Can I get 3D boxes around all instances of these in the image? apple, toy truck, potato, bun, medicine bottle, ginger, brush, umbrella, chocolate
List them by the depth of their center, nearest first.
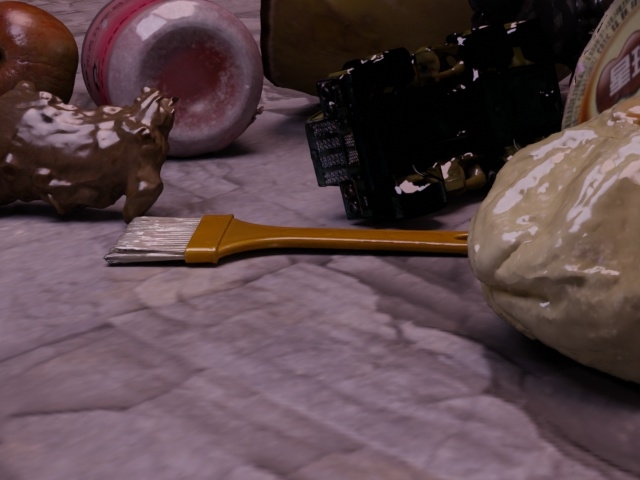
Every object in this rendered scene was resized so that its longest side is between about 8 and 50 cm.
[{"bbox_3d":[0.181,-0.010,0.765,0.220,0.134,0.220,0,15,0],"label":"bun"},{"bbox_3d":[0.000,0.000,0.988,0.272,0.013,0.103,1,14,3],"label":"brush"},{"bbox_3d":[0.286,-0.095,1.091,0.147,0.221,0.221,22,9,-14],"label":"chocolate"},{"bbox_3d":[-0.250,-0.067,1.093,0.290,0.122,0.084,-1,-18,10],"label":"ginger"},{"bbox_3d":[0.085,-0.089,1.138,0.127,0.127,0.257,-9,7,38],"label":"toy truck"},{"bbox_3d":[0.242,-0.158,1.264,0.272,0.122,0.110,34,20,-9],"label":"umbrella"},{"bbox_3d":[-0.148,-0.163,1.387,0.147,0.147,0.247,-5,15,-19],"label":"medicine bottle"},{"bbox_3d":[-0.305,-0.178,1.490,0.126,0.126,0.102,5,-1,21],"label":"apple"},{"bbox_3d":[0.154,-0.307,1.495,0.319,0.385,0.442,17,26,9],"label":"potato"}]
